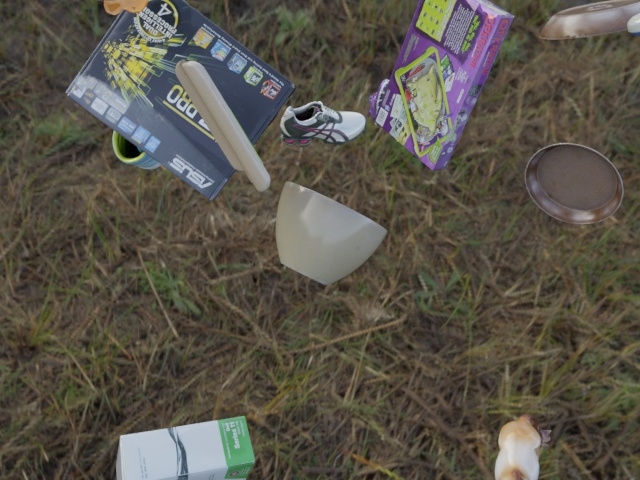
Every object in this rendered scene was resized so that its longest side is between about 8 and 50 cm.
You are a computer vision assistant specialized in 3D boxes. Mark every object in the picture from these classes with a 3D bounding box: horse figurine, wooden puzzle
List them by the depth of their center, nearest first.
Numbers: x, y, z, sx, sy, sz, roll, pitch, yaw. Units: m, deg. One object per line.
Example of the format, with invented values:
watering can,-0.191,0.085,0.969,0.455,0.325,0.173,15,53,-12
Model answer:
horse figurine,0.275,0.331,1.013,0.066,0.174,0.263,3,36,20
wooden puzzle,-0.155,-0.194,1.185,0.044,0.238,0.221,-33,109,-6

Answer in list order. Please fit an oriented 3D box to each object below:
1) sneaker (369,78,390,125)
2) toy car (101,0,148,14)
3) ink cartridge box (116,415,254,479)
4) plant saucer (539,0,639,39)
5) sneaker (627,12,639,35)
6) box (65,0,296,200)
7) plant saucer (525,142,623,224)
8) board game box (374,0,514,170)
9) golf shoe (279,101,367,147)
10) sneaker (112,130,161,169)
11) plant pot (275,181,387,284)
sneaker,0.160,-0.384,2.018,0.068,0.170,0.071,-29,70,-21
toy car,-0.370,-0.430,1.120,0.238,0.219,0.210,44,69,-22
ink cartridge box,-0.230,0.373,1.222,0.208,0.153,0.087,-4,56,-22
plant saucer,0.471,-0.378,1.242,0.198,0.036,0.198,-10,19,4
sneaker,0.463,-0.255,0.922,0.152,0.085,0.058,-14,23,-3
box,-0.301,-0.330,1.618,0.395,0.097,0.318,37,97,-6
plant saucer,0.441,-0.102,1.275,0.168,0.168,0.029,33,51,10
board game box,0.244,-0.346,1.526,0.056,0.347,0.208,-7,42,-36
golf shoe,0.015,-0.347,2.164,0.272,0.120,0.105,-10,57,-16
sneaker,-0.394,-0.307,1.836,0.127,0.319,0.208,37,11,4
plant pot,0.000,0.000,1.845,0.284,0.284,0.191,26,89,5
